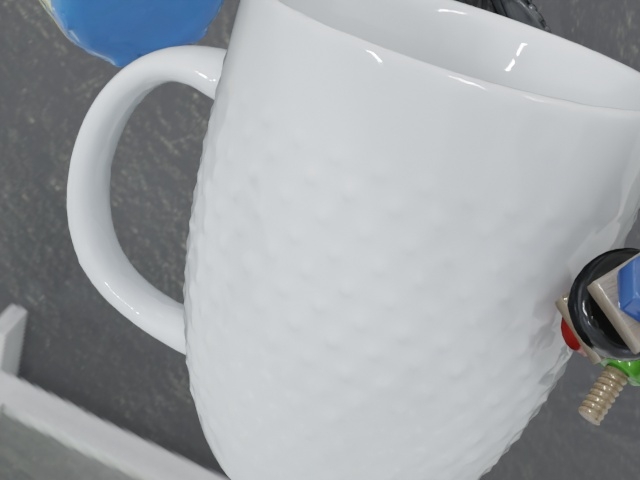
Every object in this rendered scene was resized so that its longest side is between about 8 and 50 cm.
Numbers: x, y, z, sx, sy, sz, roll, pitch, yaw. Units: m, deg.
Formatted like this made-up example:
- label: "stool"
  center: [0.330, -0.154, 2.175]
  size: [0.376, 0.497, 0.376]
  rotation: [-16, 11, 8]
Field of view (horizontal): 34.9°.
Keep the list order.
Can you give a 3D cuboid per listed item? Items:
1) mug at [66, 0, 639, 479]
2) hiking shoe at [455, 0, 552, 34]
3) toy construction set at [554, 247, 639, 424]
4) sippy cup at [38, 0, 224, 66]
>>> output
- label: "mug"
  center: [0.000, 0.000, 0.697]
  size: [0.374, 0.276, 0.328]
  rotation: [20, 112, 10]
- label: "hiking shoe"
  center: [0.125, -0.183, 0.876]
  size: [0.114, 0.086, 0.227]
  rotation: [-34, 127, 13]
- label: "toy construction set"
  center: [0.273, 0.002, 0.503]
  size: [0.257, 0.237, 0.309]
  rotation: [30, 166, 34]
- label: "sippy cup"
  center: [-0.199, -0.294, 0.970]
  size: [0.305, 0.224, 0.240]
  rotation: [-43, 143, 17]
